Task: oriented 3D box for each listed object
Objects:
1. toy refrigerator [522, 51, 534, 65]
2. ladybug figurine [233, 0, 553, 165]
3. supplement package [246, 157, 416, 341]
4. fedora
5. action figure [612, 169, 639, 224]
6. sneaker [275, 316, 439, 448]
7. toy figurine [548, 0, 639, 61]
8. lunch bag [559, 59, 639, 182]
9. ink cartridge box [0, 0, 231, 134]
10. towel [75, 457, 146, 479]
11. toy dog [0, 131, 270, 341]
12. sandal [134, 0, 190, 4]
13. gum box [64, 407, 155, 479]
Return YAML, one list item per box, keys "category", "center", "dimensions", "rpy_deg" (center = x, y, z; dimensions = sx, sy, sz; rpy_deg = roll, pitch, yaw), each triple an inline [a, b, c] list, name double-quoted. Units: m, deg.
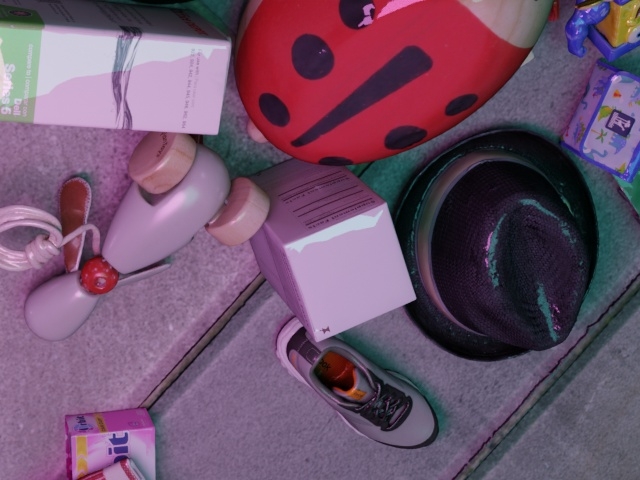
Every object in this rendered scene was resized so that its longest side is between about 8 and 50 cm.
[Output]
- category: "toy refrigerator"
  center: [0.153, -0.322, 1.934]
  dimensions: [0.102, 0.094, 0.269]
  rpy_deg: [-31, 115, 2]
- category: "ladybug figurine"
  center: [0.078, -0.228, 1.819]
  dimensions: [0.305, 0.162, 0.449]
  rpy_deg: [36, 124, -25]
- category: "supplement package"
  center: [0.000, 0.000, 1.908]
  dimensions: [0.133, 0.244, 0.139]
  rpy_deg: [-23, 115, -10]
- category: "fedora"
  center: [0.254, 0.027, 2.056]
  dimensions: [0.334, 0.152, 0.334]
  rpy_deg: [-6, 110, -16]
- category: "action figure"
  center: [0.520, -0.108, 2.148]
  dimensions: [0.232, 0.063, 0.137]
  rpy_deg: [-35, 114, 0]
- category: "sneaker"
  center: [0.056, 0.205, 2.077]
  dimensions: [0.271, 0.108, 0.100]
  rpy_deg: [37, 92, -27]
- category: "toy figurine"
  center: [0.405, -0.344, 2.015]
  dimensions: [0.362, 0.191, 0.217]
  rpy_deg: [-31, 146, -14]
- category: "lunch bag"
  center: [0.392, -0.152, 2.040]
  dimensions: [0.096, 0.151, 0.129]
  rpy_deg: [19, 102, -24]
- category: "ink cartridge box"
  center: [-0.258, -0.203, 1.774]
  dimensions: [0.272, 0.198, 0.115]
  rpy_deg: [3, 108, -20]
- category: "towel"
  center: [-0.323, 0.434, 2.008]
  dimensions: [0.329, 0.037, 0.237]
  rpy_deg: [-28, 109, 11]
- category: "toy dog"
  center: [-0.226, -0.029, 1.888]
  dimensions: [0.333, 0.161, 0.220]
  rpy_deg: [-20, 124, 8]
- category: "sandal"
  center: [-0.111, -0.350, 1.836]
  dimensions: [0.302, 0.120, 0.086]
  rpy_deg: [-22, 86, -13]
- category: "gum box"
  center: [-0.271, 0.318, 2.029]
  dimensions: [0.107, 0.062, 0.188]
  rpy_deg: [-5, 110, -17]
